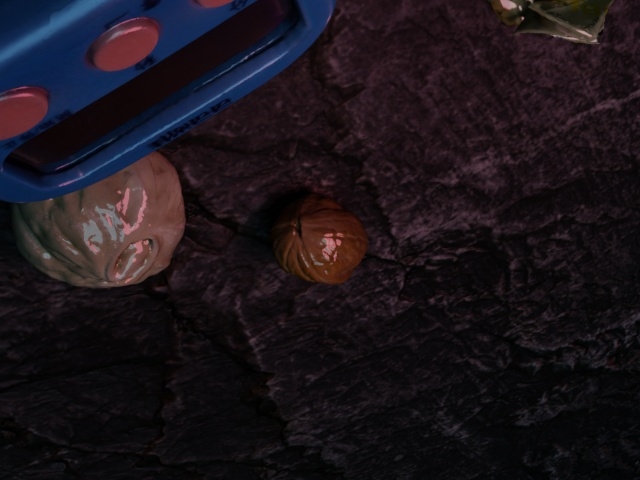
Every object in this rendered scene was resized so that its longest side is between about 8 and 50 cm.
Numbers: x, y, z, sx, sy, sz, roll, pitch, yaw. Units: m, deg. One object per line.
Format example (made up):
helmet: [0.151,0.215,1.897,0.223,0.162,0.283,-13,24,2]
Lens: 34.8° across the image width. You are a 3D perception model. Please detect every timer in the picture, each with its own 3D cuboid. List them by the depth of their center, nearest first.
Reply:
timer: [-0.154,-0.158,0.791,0.340,0.115,0.309,-31,169,2]

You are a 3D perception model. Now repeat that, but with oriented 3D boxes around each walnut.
walnut: [0.000,0.000,1.155,0.105,0.105,0.124,-45,154,18]

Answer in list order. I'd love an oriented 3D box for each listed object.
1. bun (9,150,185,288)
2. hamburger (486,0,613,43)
bun: [-0.213,-0.010,1.004,0.183,0.102,0.183,-15,138,-14]
hamburger: [0.241,-0.303,0.930,0.276,0.150,0.260,16,121,-42]
